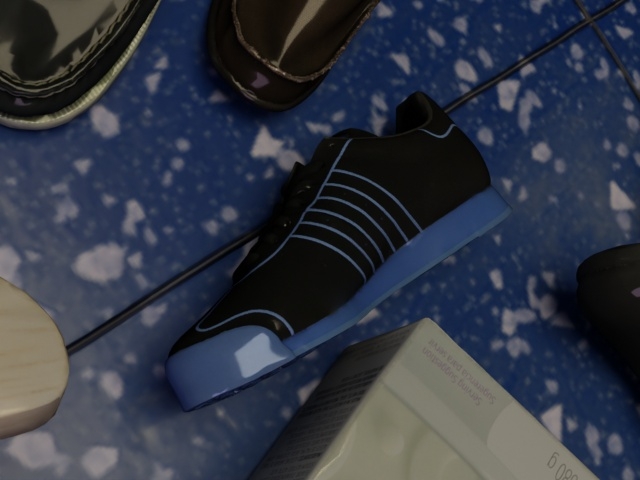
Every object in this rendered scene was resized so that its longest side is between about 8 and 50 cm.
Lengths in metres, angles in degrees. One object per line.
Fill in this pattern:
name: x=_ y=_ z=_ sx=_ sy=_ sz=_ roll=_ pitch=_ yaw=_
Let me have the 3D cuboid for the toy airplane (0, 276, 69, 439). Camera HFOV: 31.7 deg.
toy airplane: x=-0.316 y=0.055 z=0.303 sx=0.384 sy=0.272 sz=0.386 roll=43 pitch=62 yaw=-9

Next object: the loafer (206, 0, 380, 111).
loafer: x=0.009 y=-0.169 z=0.635 sx=0.080 sy=0.078 sz=0.220 roll=34 pitch=64 yaw=-14

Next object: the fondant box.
fondant box: x=0.027 y=0.238 z=0.520 sx=0.238 sy=0.096 sz=0.330 roll=43 pitch=63 yaw=-9

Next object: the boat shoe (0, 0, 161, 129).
boat shoe: x=-0.098 y=-0.220 z=0.540 sx=0.127 sy=0.113 sz=0.340 roll=25 pitch=83 yaw=-14

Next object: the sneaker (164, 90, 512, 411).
sneaker: x=0.000 y=0.000 z=0.588 sx=0.232 sy=0.081 sz=0.090 roll=-32 pitch=88 yaw=-36

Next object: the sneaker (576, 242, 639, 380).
sneaker: x=0.276 y=0.126 z=0.657 sx=0.330 sy=0.122 sz=0.146 roll=34 pitch=62 yaw=-13
